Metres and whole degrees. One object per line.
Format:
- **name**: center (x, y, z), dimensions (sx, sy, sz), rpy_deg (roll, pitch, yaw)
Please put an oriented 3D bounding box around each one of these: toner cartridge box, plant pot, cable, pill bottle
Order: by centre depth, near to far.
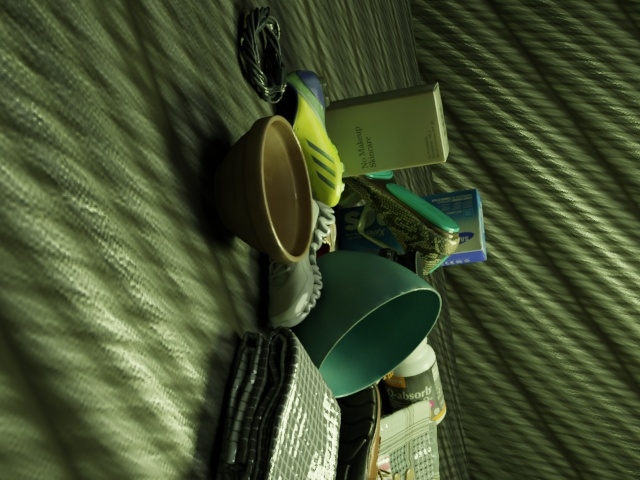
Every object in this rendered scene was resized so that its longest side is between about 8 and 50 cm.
- **plant pot**: center (-0.098, -0.076, 1.200), dimensions (0.237, 0.109, 0.237), rpy_deg (-7, 90, -72)
- **cable**: center (-0.112, -0.361, 1.406), dimensions (0.150, 0.047, 0.185), rpy_deg (28, 58, -64)
- **plant pot**: center (0.057, 0.132, 1.424), dimensions (0.195, 0.290, 0.290), rpy_deg (50, -1, 31)
- **pill bottle**: center (0.112, 0.081, 1.635), dimensions (0.123, 0.219, 0.123), rpy_deg (-7, 90, -73)
- **toner cartridge box**: center (0.222, -0.017, 1.822), dimensions (0.075, 0.347, 0.165), rpy_deg (48, 37, -60)
- **pill bottle**: center (0.251, 0.378, 2.076), dimensions (0.162, 0.162, 0.279), rpy_deg (-64, 143, -61)

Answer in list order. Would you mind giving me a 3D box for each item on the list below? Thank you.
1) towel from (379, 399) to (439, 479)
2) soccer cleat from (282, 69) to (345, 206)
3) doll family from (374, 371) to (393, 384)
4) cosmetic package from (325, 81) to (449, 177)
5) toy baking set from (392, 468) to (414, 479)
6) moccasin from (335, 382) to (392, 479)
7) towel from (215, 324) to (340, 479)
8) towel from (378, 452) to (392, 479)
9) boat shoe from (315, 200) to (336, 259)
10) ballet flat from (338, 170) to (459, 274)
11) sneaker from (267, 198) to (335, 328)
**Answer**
- **towel**: center (0.216, 0.580, 1.880), dimensions (0.324, 0.056, 0.312), rpy_deg (-5, 88, -52)
- **soccer cleat**: center (-0.029, -0.205, 1.539), dimensions (0.121, 0.093, 0.289), rpy_deg (-18, 100, -33)
- **doll family**: center (0.134, 0.258, 1.809), dimensions (0.163, 0.118, 0.263), rpy_deg (62, 27, -51)
- **cosmetic package**: center (0.115, -0.236, 1.631), dimensions (0.113, 0.309, 0.160), rpy_deg (-60, 138, -65)
- **toy baking set**: center (0.153, 0.625, 1.756), dimensions (0.256, 0.030, 0.197), rpy_deg (32, 62, -39)
- **moccasin**: center (0.059, 0.457, 1.443), dimensions (0.147, 0.139, 0.380), rpy_deg (61, 27, -53)
- **towel**: center (-0.056, 0.311, 1.156), dimensions (0.235, 0.121, 0.284), rpy_deg (64, 25, -45)
- **towel**: center (0.124, 0.597, 1.686), dimensions (0.144, 0.029, 0.197), rpy_deg (-9, 91, -47)
- **boat shoe**: center (0.000, 0.000, 1.573), dimensions (0.059, 0.063, 0.170), rpy_deg (-6, 88, -76)
- **ballet flat**: center (0.131, -0.101, 1.776), dimensions (0.164, 0.182, 0.483), rpy_deg (2, 40, -48)
- **sneaker**: center (-0.059, 0.026, 1.335), dimensions (0.118, 0.110, 0.292), rpy_deg (44, 40, -35)
